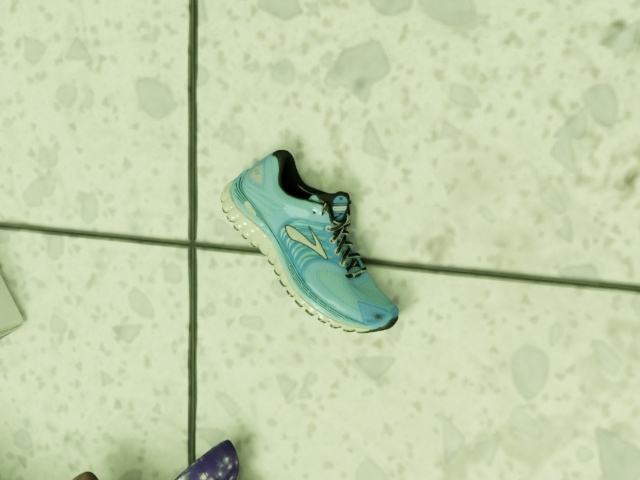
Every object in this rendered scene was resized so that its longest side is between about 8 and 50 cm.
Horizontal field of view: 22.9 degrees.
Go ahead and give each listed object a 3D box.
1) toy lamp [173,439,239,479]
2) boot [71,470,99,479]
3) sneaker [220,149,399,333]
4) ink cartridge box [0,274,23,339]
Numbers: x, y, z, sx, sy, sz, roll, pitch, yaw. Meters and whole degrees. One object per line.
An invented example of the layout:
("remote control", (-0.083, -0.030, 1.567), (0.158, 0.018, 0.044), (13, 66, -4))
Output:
("toy lamp", (-0.011, 0.278, 1.186), (0.274, 0.080, 0.080), (47, 114, 11))
("boot", (-0.110, 0.311, 1.238), (0.207, 0.090, 0.248), (35, 146, 42))
("sneaker", (0.000, 0.000, 1.142), (0.162, 0.063, 0.073), (47, 111, 11))
("ink cartridge box", (-0.387, 0.052, 1.308), (0.237, 0.100, 0.172), (-29, 87, 27))
